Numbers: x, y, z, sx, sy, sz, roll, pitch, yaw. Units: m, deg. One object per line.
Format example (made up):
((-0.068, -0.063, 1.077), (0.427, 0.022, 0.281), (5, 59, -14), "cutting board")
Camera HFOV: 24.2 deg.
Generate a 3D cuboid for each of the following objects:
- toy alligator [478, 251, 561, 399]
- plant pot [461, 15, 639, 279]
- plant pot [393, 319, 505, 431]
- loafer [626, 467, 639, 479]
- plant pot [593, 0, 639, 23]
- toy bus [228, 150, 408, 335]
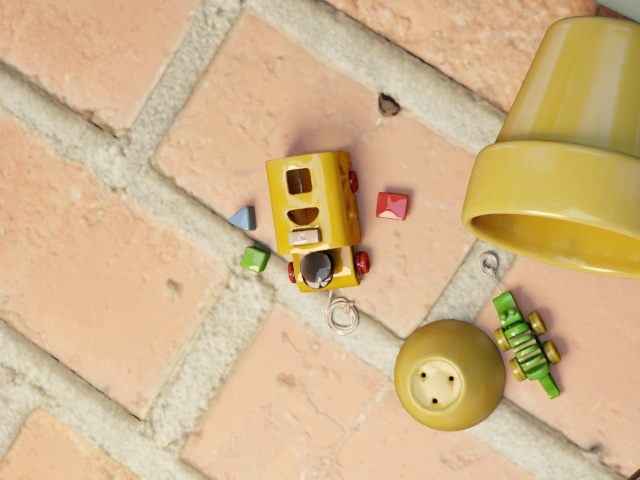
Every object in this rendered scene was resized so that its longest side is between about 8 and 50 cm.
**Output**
((0.228, 0.100, 1.740), (0.056, 0.051, 0.189), (-28, 85, 13), "toy alligator")
((0.302, -0.104, 1.629), (0.254, 0.254, 0.239), (12, 79, 14), "plant pot")
((0.142, 0.162, 1.742), (0.134, 0.095, 0.134), (0, 92, 15), "plant pot")
((0.350, 0.329, 1.702), (0.220, 0.078, 0.080), (-43, 82, 12), "loafer")
((0.353, -0.359, 1.503), (0.334, 0.341, 0.341), (26, 98, 29), "plant pot")
((-0.007, -0.011, 1.770), (0.202, 0.104, 0.191), (37, 101, 11), "toy bus")
